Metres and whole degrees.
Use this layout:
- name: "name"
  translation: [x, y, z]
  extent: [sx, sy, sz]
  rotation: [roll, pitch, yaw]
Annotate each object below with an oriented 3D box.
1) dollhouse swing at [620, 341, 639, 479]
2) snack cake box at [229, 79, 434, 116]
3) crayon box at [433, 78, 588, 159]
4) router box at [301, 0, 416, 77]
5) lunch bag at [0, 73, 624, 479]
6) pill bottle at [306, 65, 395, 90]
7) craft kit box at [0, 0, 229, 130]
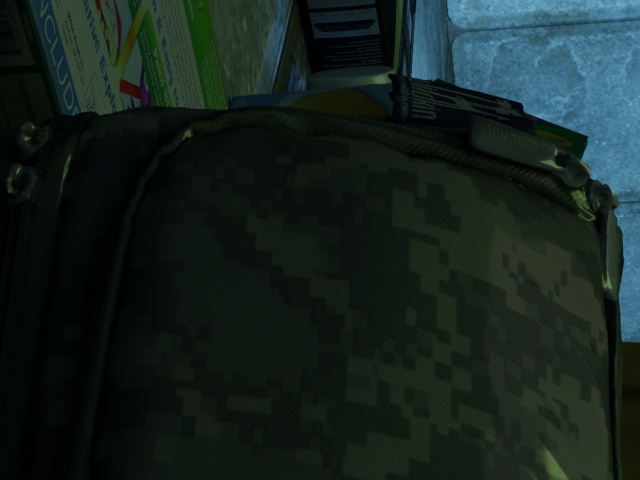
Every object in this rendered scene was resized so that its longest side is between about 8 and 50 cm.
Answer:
- name: "dollhouse swing"
  translation: [0.069, 0.259, 0.694]
  extent: [0.347, 0.304, 0.315]
  rotation: [-84, 155, -44]
- name: "snack cake box"
  translation: [0.000, 0.000, 0.966]
  extent: [0.264, 0.152, 0.089]
  rotation: [-81, 164, -53]
- name: "crayon box"
  translation: [0.139, 0.000, 1.455]
  extent: [0.081, 0.165, 0.278]
  rotation: [-46, 156, -63]
- name: "router box"
  translation: [0.045, -0.268, 1.512]
  extent: [0.309, 0.081, 0.243]
  rotation: [-83, 166, -44]
- name: "lunch bag"
  translation: [-0.032, 0.110, 0.432]
  extent: [0.213, 0.256, 0.305]
  rotation: [74, 16, -55]
- name: "pill bottle"
  translation: [0.034, -0.056, 1.313]
  extent: [0.108, 0.108, 0.194]
  rotation: [-58, 144, -74]
- name: "craft kit box"
  translation: [-0.100, -0.070, 0.691]
  extent: [0.247, 0.060, 0.250]
  rotation: [-76, 161, -52]
